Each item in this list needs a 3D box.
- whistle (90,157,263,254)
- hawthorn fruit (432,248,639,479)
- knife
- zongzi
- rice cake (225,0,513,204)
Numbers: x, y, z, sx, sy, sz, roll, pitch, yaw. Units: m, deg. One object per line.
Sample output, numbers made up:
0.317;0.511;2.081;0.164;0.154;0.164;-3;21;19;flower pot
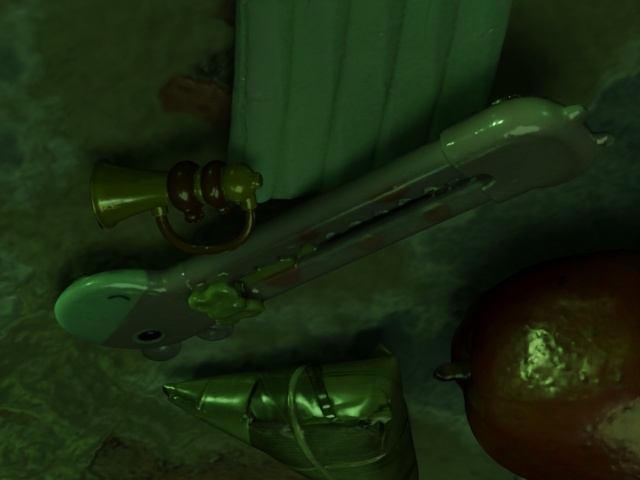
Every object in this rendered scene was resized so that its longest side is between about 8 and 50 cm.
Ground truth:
-0.089;-0.023;1.014;0.109;0.057;0.046;2;170;17;whistle
0.180;0.094;1.128;0.202;0.185;0.185;4;134;-1;hawthorn fruit
0.000;0.001;1.050;0.398;0.038;0.132;-25;147;25;knife
-0.016;0.153;1.219;0.176;0.078;0.160;-6;136;8;zongzi
0.028;-0.109;0.992;0.189;0.037;0.198;-7;136;-5;rice cake
